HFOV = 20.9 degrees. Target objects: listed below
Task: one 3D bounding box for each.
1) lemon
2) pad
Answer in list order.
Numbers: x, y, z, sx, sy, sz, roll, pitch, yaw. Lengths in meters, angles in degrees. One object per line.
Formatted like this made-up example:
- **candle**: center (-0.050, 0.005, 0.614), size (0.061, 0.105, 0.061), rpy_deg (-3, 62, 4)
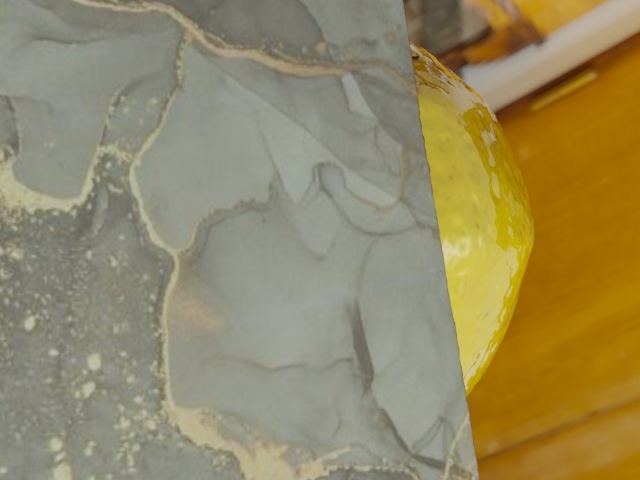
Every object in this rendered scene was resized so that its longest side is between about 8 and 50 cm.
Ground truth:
- **lemon**: center (0.000, 0.000, 0.818), size (0.204, 0.204, 0.260), rpy_deg (65, 20, 5)
- **pad**: center (-0.056, 0.074, 0.479), size (0.248, 0.007, 0.367), rpy_deg (-11, 95, -30)
